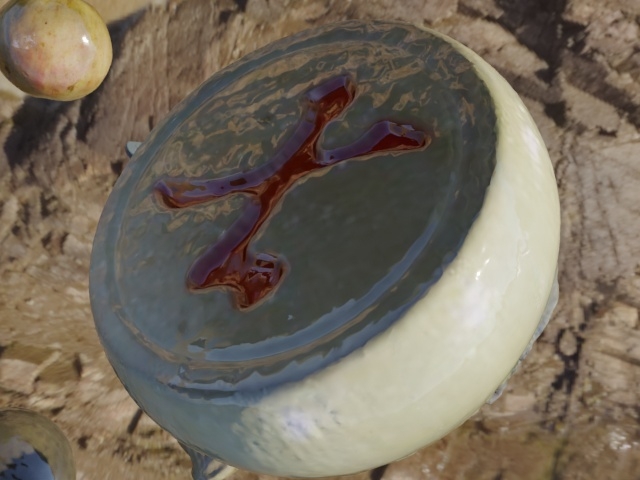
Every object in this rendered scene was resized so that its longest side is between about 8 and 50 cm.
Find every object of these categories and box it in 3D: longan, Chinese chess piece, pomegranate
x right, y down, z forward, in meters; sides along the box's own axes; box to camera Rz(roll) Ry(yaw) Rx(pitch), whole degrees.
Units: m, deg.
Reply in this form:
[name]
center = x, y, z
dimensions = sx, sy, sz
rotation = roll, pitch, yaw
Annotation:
[longan]
center = -0.570, 0.431, 1.711
dimensions = 0.258, 0.258, 0.258
rotation = 1, 83, -10
[Chinese chess piece]
center = 0.000, 0.000, 0.664
dimensions = 0.338, 0.338, 0.140
rotation = -48, 135, -12
[pomegranate]
center = -0.434, -0.320, 1.516
dimensions = 0.191, 0.191, 0.191
rotation = 1, 83, -10

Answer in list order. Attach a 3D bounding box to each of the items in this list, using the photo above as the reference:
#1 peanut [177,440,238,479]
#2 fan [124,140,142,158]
[peanut]
center = -0.106, 0.148, 0.989
dimensions = 0.085, 0.104, 0.227
rotation = 43, 45, -43
[fan]
center = -0.191, -0.136, 1.571
dimensions = 0.282, 0.057, 0.023
rotation = 3, 122, -30
